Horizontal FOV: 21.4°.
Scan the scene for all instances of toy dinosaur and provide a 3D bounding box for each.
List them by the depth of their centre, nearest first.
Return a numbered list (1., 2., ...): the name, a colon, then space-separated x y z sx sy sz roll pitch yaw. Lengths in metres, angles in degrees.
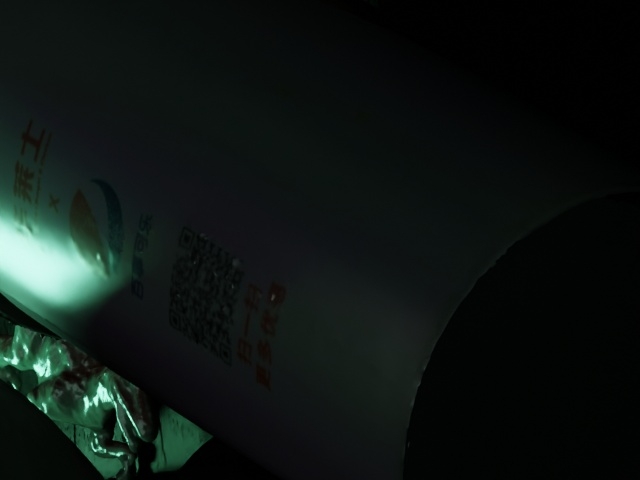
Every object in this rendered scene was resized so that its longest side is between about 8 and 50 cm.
1. toy dinosaur: -0.150 0.030 0.976 0.167 0.053 0.242 -44 51 49

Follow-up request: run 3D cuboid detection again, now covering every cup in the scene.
1. cup: 0.000 0.000 0.601 0.288 0.203 0.203 32 116 51

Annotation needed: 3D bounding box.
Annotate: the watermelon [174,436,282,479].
1. watermelon: 0.000 0.122 0.660 0.133 0.105 0.105 12 99 35

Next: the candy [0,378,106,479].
1. candy: -0.130 0.235 0.662 0.427 0.186 0.386 139 119 -67
